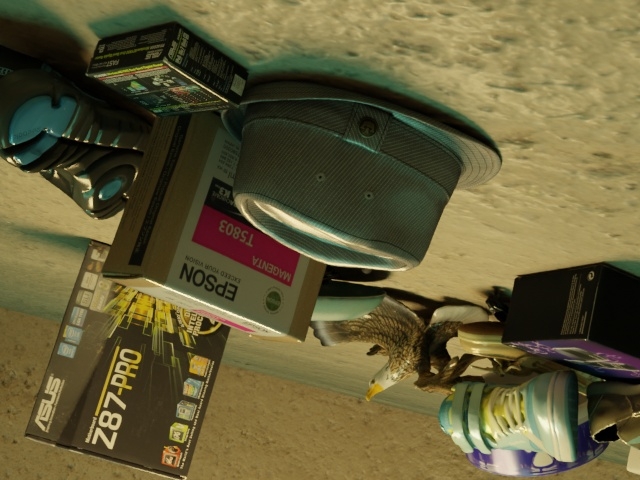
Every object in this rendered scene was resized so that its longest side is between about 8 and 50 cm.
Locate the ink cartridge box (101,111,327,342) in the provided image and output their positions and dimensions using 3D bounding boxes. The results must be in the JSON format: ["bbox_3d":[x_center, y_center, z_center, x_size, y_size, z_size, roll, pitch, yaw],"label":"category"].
[{"bbox_3d":[-0.097,-0.011,1.064,0.088,0.193,0.234,1,160,47],"label":"ink cartridge box"}]

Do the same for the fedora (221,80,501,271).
[{"bbox_3d":[0.026,-0.046,0.935,0.275,0.124,0.244,20,166,-18],"label":"fedora"}]

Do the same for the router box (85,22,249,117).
[{"bbox_3d":[-0.140,-0.152,0.880,0.122,0.038,0.092,1,161,44],"label":"router box"}]

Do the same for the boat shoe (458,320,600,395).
[{"bbox_3d":[0.330,0.184,1.478,0.285,0.089,0.104,12,-176,-26],"label":"boat shoe"}]

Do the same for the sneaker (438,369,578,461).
[{"bbox_3d":[0.271,0.258,1.413,0.208,0.127,0.319,2,161,13],"label":"sneaker"}]

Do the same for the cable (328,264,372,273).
[{"bbox_3d":[0.000,0.000,1.300,0.184,0.047,0.150,20,167,-11],"label":"cable"}]

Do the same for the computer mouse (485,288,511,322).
[{"bbox_3d":[0.337,0.117,1.405,0.193,0.042,0.106,11,165,17],"label":"computer mouse"}]

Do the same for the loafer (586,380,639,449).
[{"bbox_3d":[0.432,0.228,1.226,0.094,0.087,0.251,19,165,-17],"label":"loafer"}]

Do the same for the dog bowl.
[{"bbox_3d":[0.376,0.312,1.713,0.265,0.104,0.265,-12,-169,2],"label":"dog bowl"}]

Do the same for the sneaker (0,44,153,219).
[{"bbox_3d":[-0.275,-0.125,1.044,0.139,0.125,0.341,40,176,17],"label":"sneaker"}]

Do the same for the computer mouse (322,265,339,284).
[{"bbox_3d":[-0.122,0.034,1.427,0.272,0.072,0.188,18,-176,16],"label":"computer mouse"}]

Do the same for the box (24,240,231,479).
[{"bbox_3d":[-0.359,0.235,1.884,0.318,0.395,0.097,18,168,-8],"label":"box"}]

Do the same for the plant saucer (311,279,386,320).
[{"bbox_3d":[-0.057,0.087,1.497,0.317,0.044,0.317,4,-177,0],"label":"plant saucer"}]

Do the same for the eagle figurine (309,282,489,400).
[{"bbox_3d":[0.137,0.174,1.644,0.298,0.225,0.226,45,150,53],"label":"eagle figurine"}]

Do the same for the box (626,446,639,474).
[{"bbox_3d":[0.635,0.329,1.622,0.181,0.182,0.119,23,166,-25],"label":"box"}]

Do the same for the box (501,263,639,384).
[{"bbox_3d":[0.399,0.124,1.253,0.261,0.103,0.184,20,168,-19],"label":"box"}]
